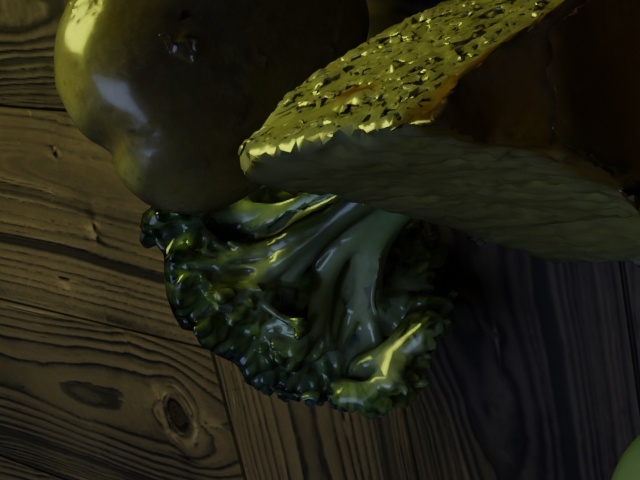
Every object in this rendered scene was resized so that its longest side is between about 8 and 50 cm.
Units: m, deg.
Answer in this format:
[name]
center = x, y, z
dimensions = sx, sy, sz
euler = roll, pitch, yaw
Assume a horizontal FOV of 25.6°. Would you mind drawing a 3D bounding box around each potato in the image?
[potato]
center = -0.064, -0.160, 0.983
dimensions = 0.191, 0.296, 0.141
euler = 36, 154, -13

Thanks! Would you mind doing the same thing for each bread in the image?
[bread]
center = 0.139, -0.032, 0.855
dimensions = 0.248, 0.315, 0.279
euler = 1, 125, 47

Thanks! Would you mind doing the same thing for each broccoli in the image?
[broccoli]
center = 0.000, 0.000, 1.073
dimensions = 0.243, 0.247, 0.263
euler = -41, 47, 33

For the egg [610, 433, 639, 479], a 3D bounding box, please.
[egg]
center = 0.303, 0.236, 0.921
dimensions = 0.283, 0.203, 0.203
euler = 53, 140, 1
